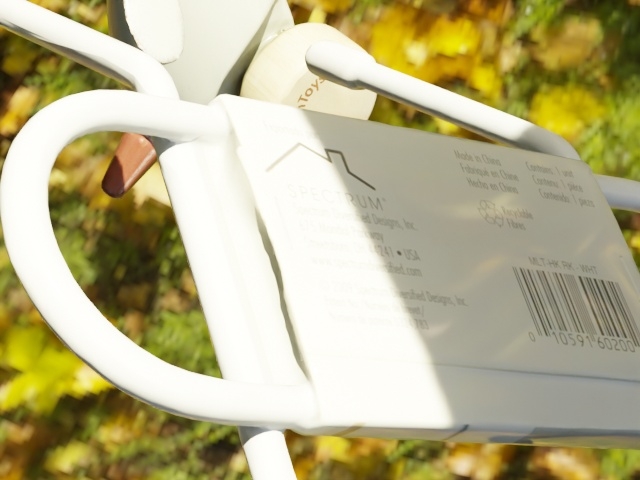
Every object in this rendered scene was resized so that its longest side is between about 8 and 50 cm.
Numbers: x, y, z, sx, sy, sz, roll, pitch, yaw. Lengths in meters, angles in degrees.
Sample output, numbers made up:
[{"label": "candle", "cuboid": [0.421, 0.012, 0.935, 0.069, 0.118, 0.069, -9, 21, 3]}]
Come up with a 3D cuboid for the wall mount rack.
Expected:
[{"label": "wall mount rack", "cuboid": [0.000, 0.000, 0.691, 0.350, 0.304, 0.130, 8, 142, -41]}]

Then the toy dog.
[{"label": "toy dog", "cuboid": [-0.113, -0.139, 1.060, 0.161, 0.220, 0.334, -48, 123, -9]}]
